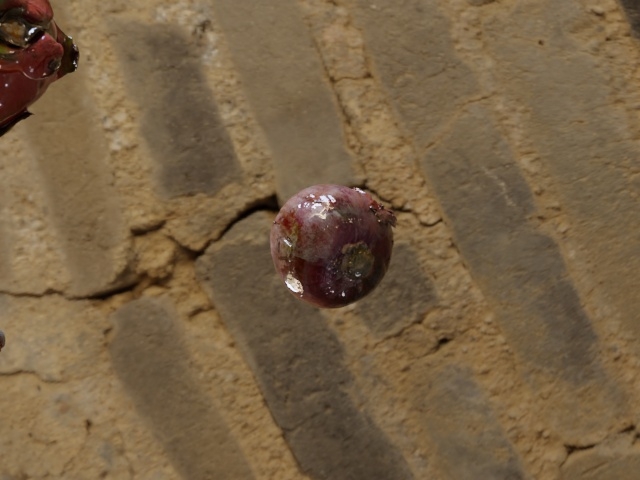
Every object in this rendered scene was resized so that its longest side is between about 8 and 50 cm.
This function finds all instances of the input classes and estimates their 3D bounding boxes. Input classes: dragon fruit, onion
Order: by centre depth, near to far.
[{"bbox_3d":[0.000,0.000,1.067,0.195,0.160,0.159,27,-65,55],"label":"onion"},{"bbox_3d":[-0.522,-0.328,1.332,0.226,0.305,0.305,-18,-92,14],"label":"dragon fruit"}]

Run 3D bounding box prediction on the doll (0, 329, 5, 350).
[{"bbox_3d":[-0.473,0.114,0.991,0.105,0.199,0.336,15,-45,27],"label":"doll"}]
